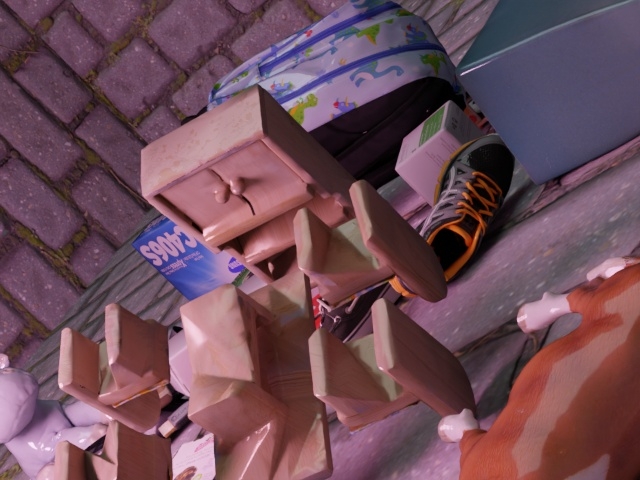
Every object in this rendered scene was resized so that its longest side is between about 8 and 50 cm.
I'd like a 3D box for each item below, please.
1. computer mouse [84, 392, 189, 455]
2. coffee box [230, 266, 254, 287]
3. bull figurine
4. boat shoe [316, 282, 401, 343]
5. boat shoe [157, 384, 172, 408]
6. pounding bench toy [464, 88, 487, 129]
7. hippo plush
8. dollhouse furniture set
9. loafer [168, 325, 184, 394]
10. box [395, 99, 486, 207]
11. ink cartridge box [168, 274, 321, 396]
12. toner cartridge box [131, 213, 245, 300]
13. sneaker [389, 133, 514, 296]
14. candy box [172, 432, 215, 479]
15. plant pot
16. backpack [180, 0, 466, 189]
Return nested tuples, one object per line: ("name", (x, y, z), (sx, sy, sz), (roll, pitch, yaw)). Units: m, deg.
("computer mouse", (-0.223, 0.268, 1.670), (0.262, 0.060, 0.184), (-34, 8, -5))
("coffee box", (-0.080, 0.049, 1.936), (0.184, 0.040, 0.113), (-26, 22, 54))
("bull figurine", (0.155, 0.131, 0.808), (0.310, 0.101, 0.188), (-46, 11, -5))
("boat shoe", (0.031, 0.081, 1.425), (0.219, 0.070, 0.078), (-50, 14, -22))
("boat shoe", (-0.256, 0.202, 1.718), (0.068, 0.072, 0.190), (-35, 7, -18))
("pounding bench toy", (0.228, -0.202, 1.704), (0.083, 0.065, 0.052), (-38, 14, 29))
("hippo plush", (-0.446, 0.275, 1.929), (0.234, 0.236, 0.294), (-50, 14, -20))
("dollhouse furniture set", (-0.039, 0.086, 1.205), (0.362, 0.256, 0.394), (-26, 48, 22))
("loafer", (-0.209, 0.167, 1.884), (0.223, 0.078, 0.076), (-44, 12, 4))
("box", (0.162, -0.101, 1.513), (0.087, 0.102, 0.101), (-41, 14, 26))
("ink cartridge box", (-0.073, 0.098, 1.607), (0.296, 0.066, 0.261), (-38, 10, -15))
("toner cartridge box", (-0.208, 0.003, 2.206), (0.075, 0.165, 0.348), (-53, 15, -29))
("sneaker", (0.160, -0.026, 1.347), (0.215, 0.084, 0.083), (-59, 15, -11))
("candy box", (-0.132, 0.292, 1.272), (0.165, 0.070, 0.196), (-30, 20, 49))
("plant pot", (0.303, -0.199, 1.276), (0.234, 0.166, 0.165), (-21, 26, 43))
("backpack", (0.019, -0.167, 1.638), (0.355, 0.290, 0.273), (-19, 61, 15))
